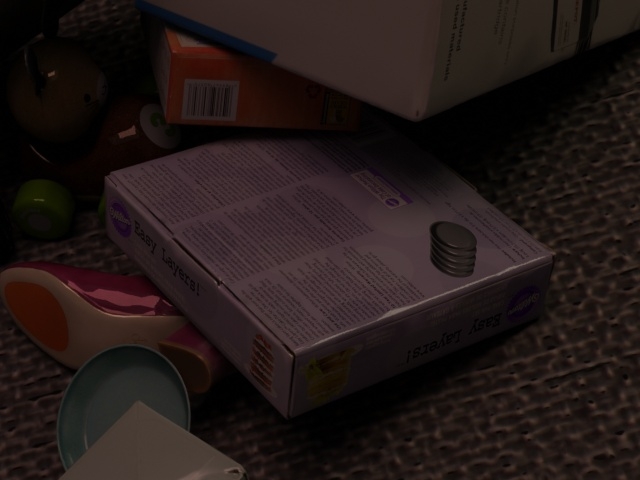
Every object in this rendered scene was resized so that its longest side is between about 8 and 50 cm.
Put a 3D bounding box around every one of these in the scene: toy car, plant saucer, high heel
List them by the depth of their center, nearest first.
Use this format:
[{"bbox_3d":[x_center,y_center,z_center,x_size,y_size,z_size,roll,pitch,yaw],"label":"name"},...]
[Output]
[{"bbox_3d":[-0.141,0.137,1.391,0.119,0.021,0.119,-7,75,27],"label":"plant saucer"},{"bbox_3d":[-0.138,0.050,1.475,0.244,0.082,0.117,11,28,36],"label":"high heel"},{"bbox_3d":[-0.198,-0.118,1.552,0.149,0.188,0.155,-1,49,14],"label":"toy car"}]

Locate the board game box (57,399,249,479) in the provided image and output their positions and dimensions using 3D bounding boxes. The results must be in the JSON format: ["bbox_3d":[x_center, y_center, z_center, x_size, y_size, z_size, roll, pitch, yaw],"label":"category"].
[{"bbox_3d":[-0.114,0.275,1.094,0.097,0.303,0.224,28,59,33],"label":"board game box"}]

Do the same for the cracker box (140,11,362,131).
[{"bbox_3d":[-0.061,-0.166,1.551,0.156,0.067,0.232,2,27,-12],"label":"cracker box"}]

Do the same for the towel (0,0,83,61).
[{"bbox_3d":[-0.268,-0.232,1.547,0.374,0.320,0.090,-33,89,16],"label":"towel"}]

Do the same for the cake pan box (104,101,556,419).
[{"bbox_3d":[0.000,0.000,1.429,0.246,0.070,0.267,-19,43,-33],"label":"cake pan box"}]

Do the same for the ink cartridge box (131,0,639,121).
[{"bbox_3d":[0.087,-0.256,1.512,0.285,0.166,0.395,24,30,29],"label":"ink cartridge box"}]

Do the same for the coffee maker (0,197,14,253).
[{"bbox_3d":[-0.348,-0.004,1.551,0.178,0.120,0.171,-22,65,-4],"label":"coffee maker"}]
